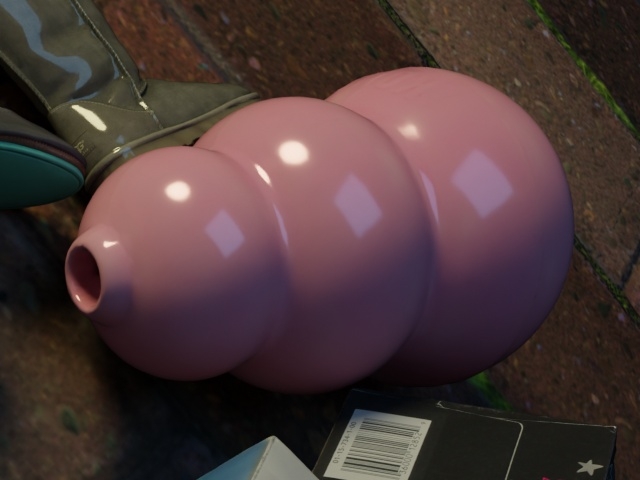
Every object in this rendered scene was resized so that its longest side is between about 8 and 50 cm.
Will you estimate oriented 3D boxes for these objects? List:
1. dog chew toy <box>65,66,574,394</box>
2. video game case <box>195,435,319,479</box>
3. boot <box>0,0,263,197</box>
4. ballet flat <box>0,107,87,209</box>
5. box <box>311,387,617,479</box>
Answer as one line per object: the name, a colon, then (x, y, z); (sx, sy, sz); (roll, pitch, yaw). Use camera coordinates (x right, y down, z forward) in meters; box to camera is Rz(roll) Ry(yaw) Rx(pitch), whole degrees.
dog chew toy: (0.000, 0.000, 0.773); (0.331, 0.206, 0.207); (-8, 69, -40)
video game case: (-0.030, 0.226, 0.502); (0.244, 0.269, 0.061); (47, 36, -11)
boot: (-0.146, -0.131, 0.819); (0.208, 0.076, 0.189); (49, 29, 8)
ballet flat: (-0.217, -0.055, 0.680); (0.203, 0.074, 0.074); (-5, 67, -46)
box: (0.055, 0.216, 0.659); (0.247, 0.163, 0.142); (-59, 149, -51)
